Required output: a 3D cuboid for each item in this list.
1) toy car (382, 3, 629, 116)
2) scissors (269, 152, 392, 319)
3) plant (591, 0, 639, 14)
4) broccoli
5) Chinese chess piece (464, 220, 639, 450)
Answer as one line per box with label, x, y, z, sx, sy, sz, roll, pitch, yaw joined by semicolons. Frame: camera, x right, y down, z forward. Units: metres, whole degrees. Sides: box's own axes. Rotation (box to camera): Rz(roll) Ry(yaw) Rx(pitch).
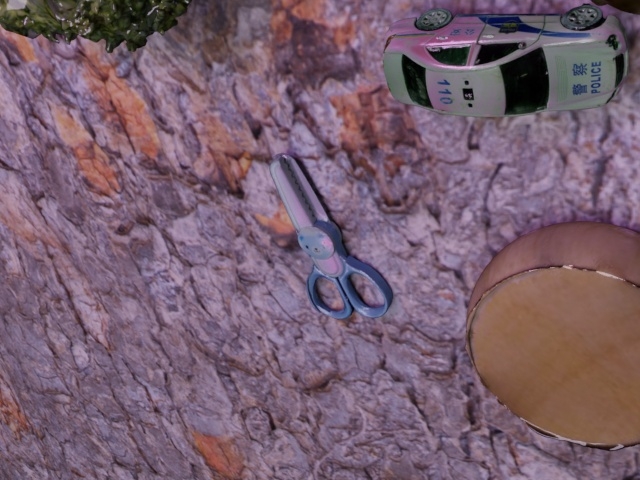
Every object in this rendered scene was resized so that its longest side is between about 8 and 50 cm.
toy car;0.166;-0.160;0.664;0.224;0.076;0.090;8;142;28
scissors;0.000;0.000;0.926;0.125;0.030;0.256;-9;118;37
plant;0.279;-0.289;0.465;0.251;0.180;0.333;43;131;-16
broccoli;-0.301;-0.348;0.718;0.375;0.302;0.249;23;92;23
Chinese chess piece;0.287;0.104;0.770;0.257;0.104;0.257;16;128;21
